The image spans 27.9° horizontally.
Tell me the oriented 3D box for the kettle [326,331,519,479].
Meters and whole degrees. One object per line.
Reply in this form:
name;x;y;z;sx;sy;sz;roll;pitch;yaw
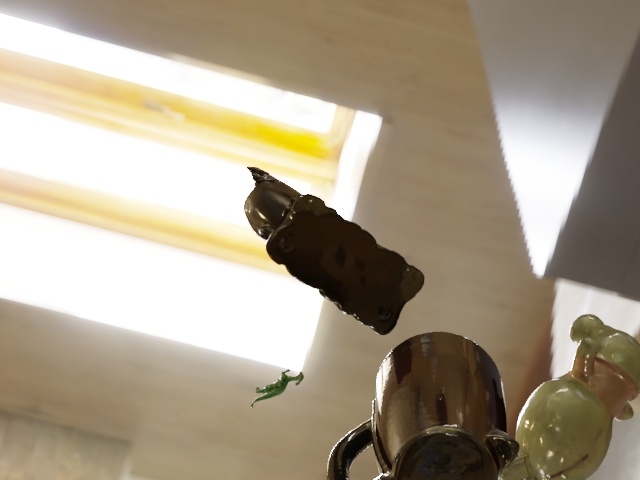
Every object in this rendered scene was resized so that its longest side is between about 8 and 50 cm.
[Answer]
kettle;0.102;0.203;1.334;0.232;0.202;0.144;-73;-32;-75

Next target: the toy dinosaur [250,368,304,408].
toy dinosaur;-0.056;0.202;1.743;0.083;0.062;0.021;-65;-40;-55

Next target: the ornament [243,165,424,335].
ornament;0.000;0.000;1.761;0.106;0.251;0.260;-52;19;2

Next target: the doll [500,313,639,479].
doll;0.322;0.208;1.588;0.113;0.155;0.275;7;49;44
